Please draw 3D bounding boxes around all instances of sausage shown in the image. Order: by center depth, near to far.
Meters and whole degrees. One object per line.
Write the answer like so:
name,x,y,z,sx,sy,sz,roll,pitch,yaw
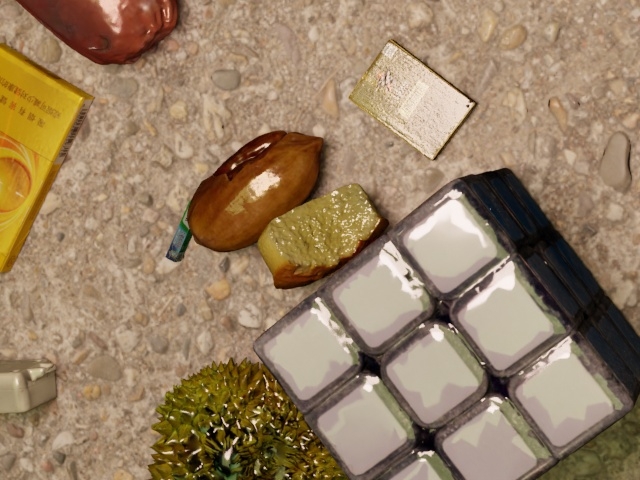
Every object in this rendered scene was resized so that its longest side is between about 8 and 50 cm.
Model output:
sausage,-0.302,-0.330,1.752,0.280,0.152,0.152,39,105,9

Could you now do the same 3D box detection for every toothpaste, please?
toothpaste,-0.174,-0.012,1.812,0.017,0.020,0.083,28,103,17

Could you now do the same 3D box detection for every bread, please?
bread,0.001,0.002,1.707,0.156,0.125,0.086,-27,77,-12

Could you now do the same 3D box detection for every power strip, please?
power strip,-0.510,0.200,1.898,0.338,0.098,0.058,-3,97,18

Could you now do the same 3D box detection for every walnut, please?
walnut,-0.078,-0.064,1.732,0.207,0.116,0.115,-38,84,17

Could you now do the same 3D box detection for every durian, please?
durian,-0.092,0.272,1.722,0.291,0.224,0.291,-6,112,-15

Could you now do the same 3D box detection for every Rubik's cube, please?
Rubik's cube,0.159,0.124,1.576,0.304,0.305,0.301,-38,83,18

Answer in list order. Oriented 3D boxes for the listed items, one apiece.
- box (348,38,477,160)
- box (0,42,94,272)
box,0.111,-0.170,1.707,0.133,0.023,0.090,38,103,11
box,-0.423,-0.109,1.868,0.152,0.043,0.269,31,103,12
